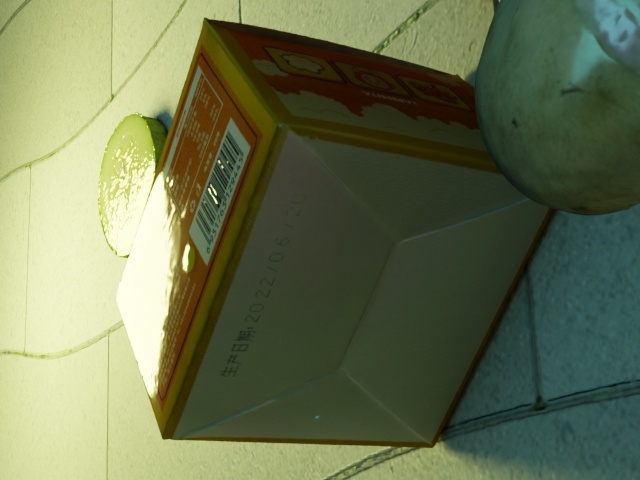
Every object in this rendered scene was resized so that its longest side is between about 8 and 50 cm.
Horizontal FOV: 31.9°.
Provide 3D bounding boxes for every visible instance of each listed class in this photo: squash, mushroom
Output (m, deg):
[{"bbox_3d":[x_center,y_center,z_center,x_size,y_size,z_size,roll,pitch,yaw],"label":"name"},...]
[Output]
[{"bbox_3d":[-0.282,-0.083,1.682,0.219,0.041,0.219,-20,67,59],"label":"squash"},{"bbox_3d":[0.205,-0.123,0.665,0.184,0.255,0.255,51,146,-6],"label":"mushroom"}]

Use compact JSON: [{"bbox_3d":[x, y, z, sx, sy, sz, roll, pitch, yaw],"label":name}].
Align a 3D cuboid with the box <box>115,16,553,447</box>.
[{"bbox_3d":[0.000,0.000,0.931,0.214,0.259,0.283,56,131,49],"label":"box"}]
